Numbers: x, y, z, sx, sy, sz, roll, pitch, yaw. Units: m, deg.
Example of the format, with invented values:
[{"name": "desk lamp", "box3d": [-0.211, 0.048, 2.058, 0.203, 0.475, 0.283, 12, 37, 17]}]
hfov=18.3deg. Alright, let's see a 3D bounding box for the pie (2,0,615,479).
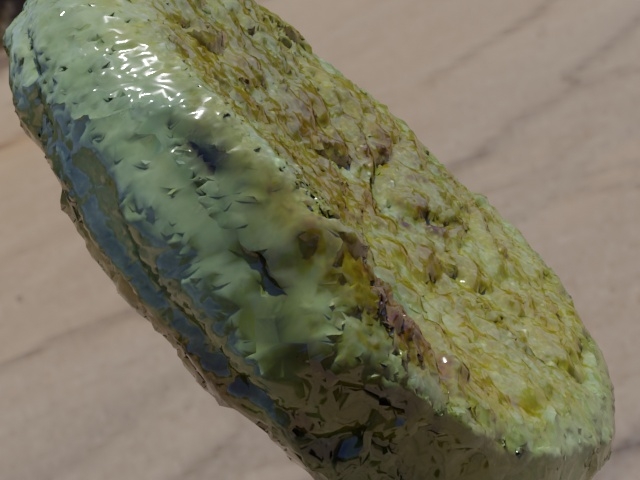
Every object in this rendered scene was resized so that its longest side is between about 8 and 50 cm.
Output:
[{"name": "pie", "box3d": [0.000, 0.000, 0.739, 0.078, 0.277, 0.277, -44, 10, 15]}]
